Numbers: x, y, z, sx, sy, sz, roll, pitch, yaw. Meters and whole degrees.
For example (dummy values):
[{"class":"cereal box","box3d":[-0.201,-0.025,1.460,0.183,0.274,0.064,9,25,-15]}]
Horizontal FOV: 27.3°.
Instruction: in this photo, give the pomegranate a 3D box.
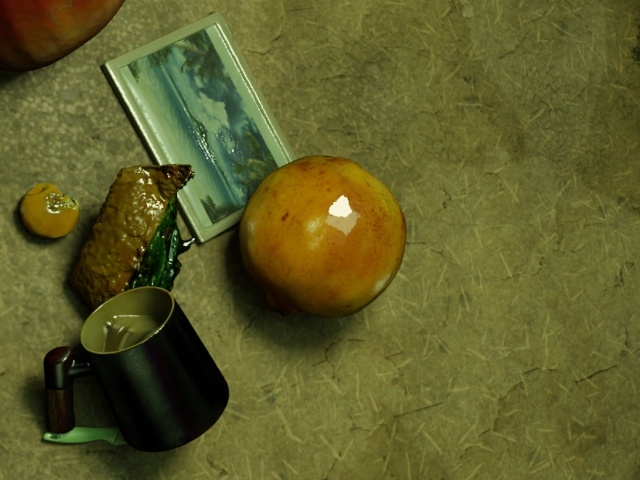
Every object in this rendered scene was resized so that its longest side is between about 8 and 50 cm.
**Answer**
[{"class":"pomegranate","box3d":[0.000,0.000,2.022,0.264,0.264,0.264,8,75,-31]}]

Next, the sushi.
[{"class":"sushi","box3d":[-0.259,-0.002,1.906,0.140,0.149,0.287,28,103,1]}]

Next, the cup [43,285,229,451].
[{"class":"cup","box3d":[-0.262,0.195,1.824,0.239,0.166,0.177,-37,126,-21]}]

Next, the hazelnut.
[{"class":"hazelnut","box3d":[-0.406,-0.432,1.822,0.359,0.359,0.409,38,58,-20]}]

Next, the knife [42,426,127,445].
[{"class":"knife","box3d":[-0.301,0.281,1.900,0.207,0.014,0.030,2,77,-33]}]

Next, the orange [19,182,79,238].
[{"class":"orange","box3d":[-0.387,-0.041,1.891,0.086,0.062,0.086,6,78,-29]}]

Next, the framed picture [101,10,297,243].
[{"class":"framed picture","box3d":[-0.176,-0.181,2.078,0.232,0.024,0.315,-32,96,-32]}]
